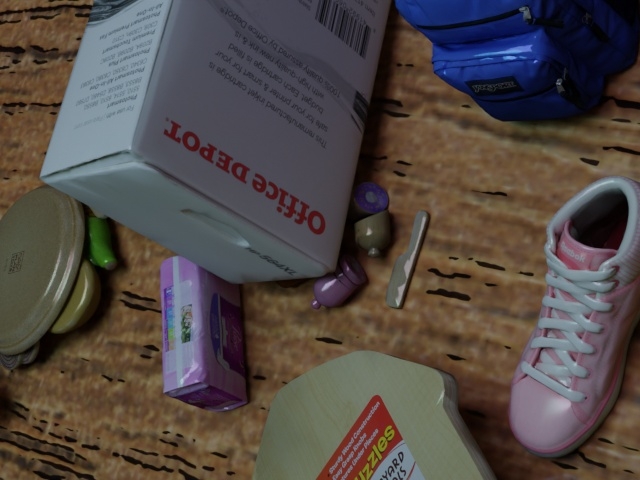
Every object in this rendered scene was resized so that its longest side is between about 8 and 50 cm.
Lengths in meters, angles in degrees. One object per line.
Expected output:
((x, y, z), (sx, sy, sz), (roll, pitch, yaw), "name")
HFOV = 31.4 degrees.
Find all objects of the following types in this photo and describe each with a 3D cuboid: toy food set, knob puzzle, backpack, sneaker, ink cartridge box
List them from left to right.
((-0.190, 0.023, 0.776), (0.192, 0.038, 0.132), (-54, 42, 13), "toy food set")
((-0.048, -0.096, 0.620), (0.086, 0.148, 0.203), (-8, 60, 43), "ink cartridge box")
((0.000, 0.000, 0.643), (0.122, 0.019, 0.078), (10, 78, 40), "toy food set")
((0.018, 0.140, 0.551), (0.213, 0.030, 0.213), (-32, 49, 47), "knob puzzle")
((0.095, -0.119, 0.553), (0.098, 0.120, 0.101), (-7, 67, 35), "backpack")
((0.114, 0.031, 0.509), (0.051, 0.070, 0.134), (31, 92, 39), "sneaker")

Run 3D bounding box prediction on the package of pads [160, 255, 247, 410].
((-0.067, 0.053, 0.652), (0.032, 0.050, 0.083), (-20, 60, 24), "package of pads")
